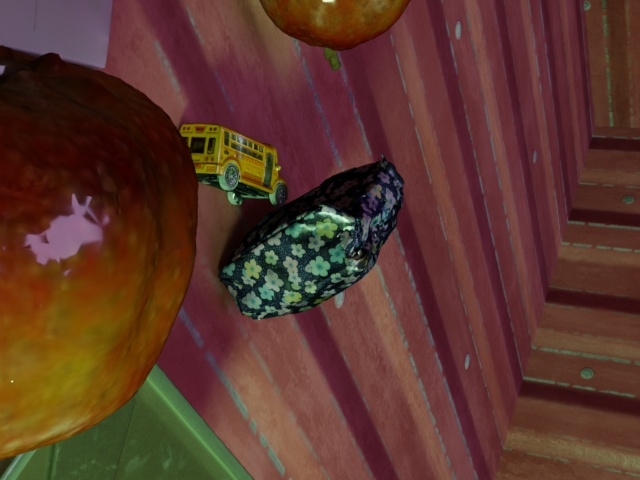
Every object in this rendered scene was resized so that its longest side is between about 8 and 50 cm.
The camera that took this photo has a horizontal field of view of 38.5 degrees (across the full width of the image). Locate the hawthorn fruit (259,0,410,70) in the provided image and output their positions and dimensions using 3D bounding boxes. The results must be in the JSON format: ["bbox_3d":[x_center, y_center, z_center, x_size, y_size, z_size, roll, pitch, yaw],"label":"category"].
[{"bbox_3d":[0.019,-0.318,1.088,0.205,0.205,0.253,-45,139,-52],"label":"hawthorn fruit"}]

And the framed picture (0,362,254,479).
[{"bbox_3d":[-0.229,0.325,0.783,0.446,0.028,0.326,-59,144,-29],"label":"framed picture"}]

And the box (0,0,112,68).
[{"bbox_3d":[-0.257,-0.238,0.649,0.252,0.106,0.203,-4,99,-62],"label":"box"}]

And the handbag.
[{"bbox_3d":[0.000,0.000,1.119,0.126,0.229,0.208,56,38,-3],"label":"handbag"}]

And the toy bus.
[{"bbox_3d":[-0.098,-0.085,1.049,0.162,0.070,0.074,17,79,-62],"label":"toy bus"}]

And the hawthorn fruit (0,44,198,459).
[{"bbox_3d":[-0.225,0.036,0.612,0.287,0.287,0.330,-25,126,-60],"label":"hawthorn fruit"}]
